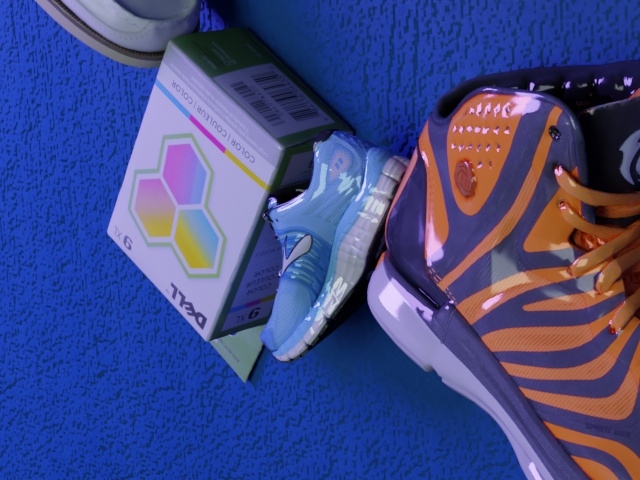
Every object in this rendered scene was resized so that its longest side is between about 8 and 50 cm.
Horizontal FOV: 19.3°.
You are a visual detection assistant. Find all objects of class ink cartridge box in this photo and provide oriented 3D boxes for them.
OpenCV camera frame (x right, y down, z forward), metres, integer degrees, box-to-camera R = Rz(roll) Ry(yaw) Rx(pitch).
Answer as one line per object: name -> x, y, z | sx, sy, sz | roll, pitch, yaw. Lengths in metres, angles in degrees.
ink cartridge box -> -0.067, -0.014, 1.149 | 0.109, 0.062, 0.209 | 45, 131, 28

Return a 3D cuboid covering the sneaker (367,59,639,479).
sneaker -> 0.147, 0.025, 0.884 | 0.321, 0.125, 0.180 | 37, 127, 34

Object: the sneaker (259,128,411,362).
sneaker -> 0.000, 0.000, 1.069 | 0.073, 0.063, 0.162 | 37, 127, 13

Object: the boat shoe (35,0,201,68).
boat shoe -> -0.148, -0.249, 1.128 | 0.103, 0.113, 0.302 | -45, 68, 50
